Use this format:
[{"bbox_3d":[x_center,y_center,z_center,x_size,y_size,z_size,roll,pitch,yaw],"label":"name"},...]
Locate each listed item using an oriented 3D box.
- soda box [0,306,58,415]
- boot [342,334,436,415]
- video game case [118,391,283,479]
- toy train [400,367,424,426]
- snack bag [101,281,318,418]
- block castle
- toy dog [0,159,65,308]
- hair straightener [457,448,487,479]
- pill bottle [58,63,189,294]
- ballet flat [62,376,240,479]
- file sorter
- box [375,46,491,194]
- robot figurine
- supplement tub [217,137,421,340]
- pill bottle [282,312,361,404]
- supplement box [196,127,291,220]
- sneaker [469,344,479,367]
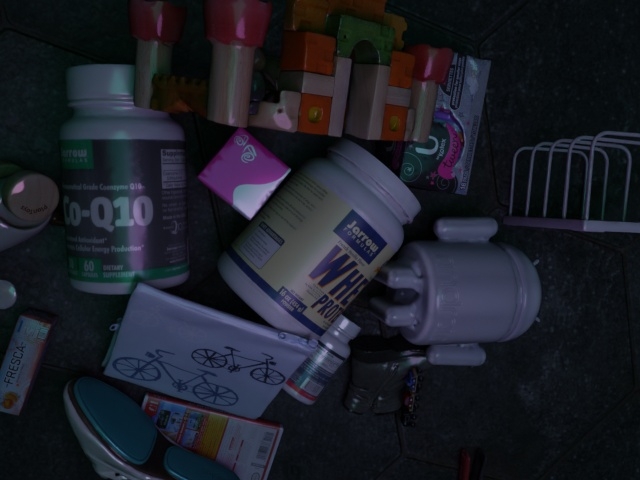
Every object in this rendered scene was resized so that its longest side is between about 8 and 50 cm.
[{"bbox_3d":[-0.541,0.219,1.098,0.058,0.063,0.183,21,92,-13],"label":"soda box"},{"bbox_3d":[0.169,0.281,1.254,0.247,0.083,0.161,0,110,-12],"label":"boot"},{"bbox_3d":[-0.239,0.433,1.207,0.285,0.025,0.203,18,94,-13],"label":"video game case"},{"bbox_3d":[0.184,0.320,1.224,0.036,0.027,0.158,1,121,-4],"label":"toy train"},{"bbox_3d":[-0.211,0.203,1.066,0.323,0.037,0.342,21,138,-12],"label":"snack bag"},{"bbox_3d":[-0.035,-0.282,0.933,0.454,0.303,0.212,-3,107,-41],"label":"block castle"},{"bbox_3d":[-0.550,0.016,1.023,0.334,0.220,0.161,-42,135,4],"label":"toy dog"},{"bbox_3d":[0.346,0.571,1.331,0.089,0.047,0.230,1,97,-11],"label":"hair straightener"},{"bbox_3d":[-0.331,-0.103,1.025,0.204,0.204,0.360,-3,98,-11],"label":"pill bottle"},{"bbox_3d":[-0.330,0.413,1.118,0.400,0.139,0.139,39,89,-14],"label":"ballet flat"},{"bbox_3d":[0.513,-0.105,1.160,0.193,0.278,0.172,3,93,-12],"label":"file sorter"},{"bbox_3d":[0.202,-0.220,1.135,0.142,0.163,0.247,7,96,-14],"label":"box"},{"bbox_3d":[0.273,0.101,1.168,0.354,0.200,0.299,0,101,-16],"label":"robot figurine"},{"bbox_3d":[0.000,0.000,1.088,0.235,0.235,0.325,42,89,-13],"label":"supplement tub"},{"bbox_3d":[-0.005,0.220,1.183,0.108,0.108,0.180,37,89,-14],"label":"pill bottle"},{"bbox_3d":[-0.141,-0.117,1.052,0.111,0.220,0.114,40,89,-14],"label":"supplement box"},{"bbox_3d":[0.310,0.215,1.286,0.044,0.040,0.109,-31,106,-23],"label":"sneaker"}]
